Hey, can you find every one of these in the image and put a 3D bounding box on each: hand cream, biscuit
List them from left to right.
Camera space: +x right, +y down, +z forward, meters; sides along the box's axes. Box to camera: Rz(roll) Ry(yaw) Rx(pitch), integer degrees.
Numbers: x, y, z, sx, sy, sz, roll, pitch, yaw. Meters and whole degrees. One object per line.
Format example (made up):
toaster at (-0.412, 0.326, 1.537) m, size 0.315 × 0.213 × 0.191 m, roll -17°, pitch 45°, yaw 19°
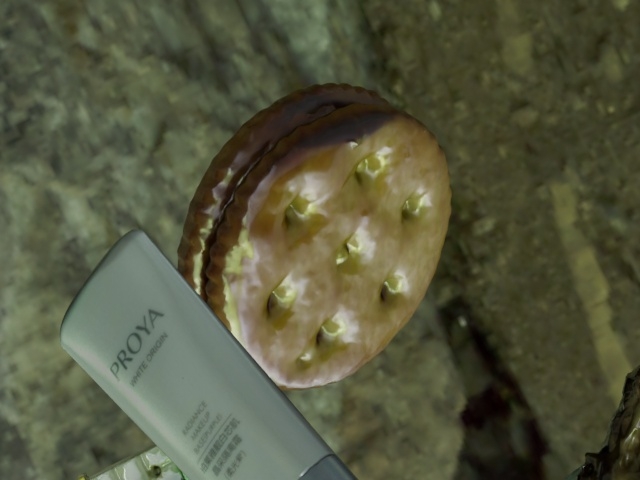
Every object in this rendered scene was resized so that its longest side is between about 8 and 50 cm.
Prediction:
hand cream at (-0.033, 0.098, 0.645) m, size 0.255 × 0.079 × 0.048 m, roll 43°, pitch -164°, yaw 23°
biscuit at (0.000, 0.000, 0.937) m, size 0.066 × 0.220 × 0.220 m, roll 30°, pitch 154°, yaw 39°

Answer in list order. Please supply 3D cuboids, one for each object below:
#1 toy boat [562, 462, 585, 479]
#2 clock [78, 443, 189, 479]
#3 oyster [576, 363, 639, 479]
toy boat at (0.255, 0.260, 1.174) m, size 0.079 × 0.207 × 0.134 m, roll 12°, pitch 116°, yaw 47°
clock at (-0.186, 0.307, 1.111) m, size 0.220 × 0.255 × 0.106 m, roll 65°, pitch 170°, yaw 2°
oyster at (0.198, 0.129, 0.736) m, size 0.396 × 0.111 × 0.204 m, roll -31°, pitch -72°, yaw -50°
